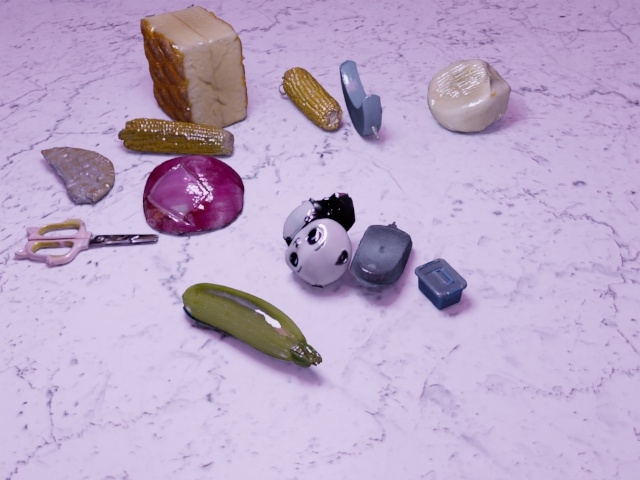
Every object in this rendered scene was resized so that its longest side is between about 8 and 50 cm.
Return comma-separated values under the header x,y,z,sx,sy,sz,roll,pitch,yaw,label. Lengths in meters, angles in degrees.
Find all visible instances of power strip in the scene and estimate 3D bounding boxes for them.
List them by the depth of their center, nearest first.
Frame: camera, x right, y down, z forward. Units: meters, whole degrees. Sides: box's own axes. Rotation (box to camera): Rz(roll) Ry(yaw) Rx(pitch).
x,y,z,sx,sy,sz,roll,pitch,yaw,label
0.114,-0.364,1.801,0.054,0.168,0.253,-17,46,-6,power strip

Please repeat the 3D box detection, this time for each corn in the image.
x,y,z,sx,sy,sz,roll,pitch,yaw,label
-0.389,-0.276,1.793,0.319,0.097,0.097,6,41,8,corn
-0.028,-0.410,1.916,0.106,0.106,0.293,-19,42,-18,corn

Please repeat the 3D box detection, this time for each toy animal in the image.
x,y,z,sx,sy,sz,roll,pitch,yaw,label
0.000,0.000,1.394,0.138,0.166,0.179,26,34,-22,toy animal

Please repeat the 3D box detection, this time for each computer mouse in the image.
x,y,z,sx,sy,sz,roll,pitch,yaw,label
0.126,0.036,1.412,0.113,0.068,0.229,17,35,12,computer mouse

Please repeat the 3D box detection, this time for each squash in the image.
x,y,z,sx,sy,sz,roll,pitch,yaw,label
-0.127,0.154,1.277,0.340,0.095,0.094,20,46,28,squash

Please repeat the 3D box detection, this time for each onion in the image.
x,y,z,sx,sy,sz,roll,pitch,yaw,label
-0.311,-0.128,1.601,0.250,0.111,0.247,-3,39,-2,onion

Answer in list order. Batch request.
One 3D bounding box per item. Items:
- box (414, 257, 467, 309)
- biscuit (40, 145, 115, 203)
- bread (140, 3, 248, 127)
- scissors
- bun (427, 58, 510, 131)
x,y,z,sx,sy,sz,roll,pitch,yaw,label
0.242,0.090,1.350,0.074,0.054,0.099,-22,44,-18,box
-0.611,-0.180,1.732,0.141,0.038,0.290,-27,48,-26,biscuit
-0.349,-0.480,1.882,0.207,0.279,0.279,-26,43,-25,bread
-0.529,-0.003,1.530,0.317,0.024,0.160,-3,40,1,scissors
0.414,-0.393,1.845,0.229,0.145,0.229,-15,59,26,bun
